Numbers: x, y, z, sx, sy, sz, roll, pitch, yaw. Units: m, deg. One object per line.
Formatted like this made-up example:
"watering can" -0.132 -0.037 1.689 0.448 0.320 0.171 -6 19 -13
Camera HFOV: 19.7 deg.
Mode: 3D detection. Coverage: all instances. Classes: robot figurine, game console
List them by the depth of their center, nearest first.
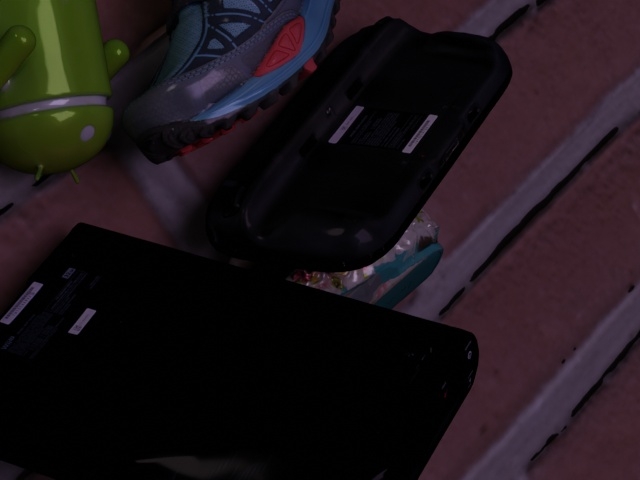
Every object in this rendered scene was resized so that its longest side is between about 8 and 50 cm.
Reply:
"robot figurine" -0.137 -0.084 0.889 0.101 0.067 0.115 -3 82 -69
"game console" 0.000 0.000 0.912 0.361 0.213 0.044 -53 150 -41

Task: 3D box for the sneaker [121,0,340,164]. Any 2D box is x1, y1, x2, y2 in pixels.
"sneaker" -0.052 -0.151 0.952 0.125 0.104 0.262 44 49 -21

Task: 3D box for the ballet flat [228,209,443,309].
"ballet flat" -0.031 0.045 0.952 0.077 0.091 0.241 41 50 11
